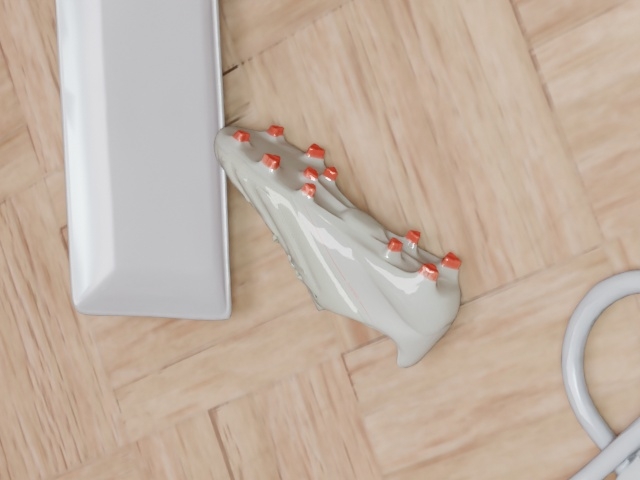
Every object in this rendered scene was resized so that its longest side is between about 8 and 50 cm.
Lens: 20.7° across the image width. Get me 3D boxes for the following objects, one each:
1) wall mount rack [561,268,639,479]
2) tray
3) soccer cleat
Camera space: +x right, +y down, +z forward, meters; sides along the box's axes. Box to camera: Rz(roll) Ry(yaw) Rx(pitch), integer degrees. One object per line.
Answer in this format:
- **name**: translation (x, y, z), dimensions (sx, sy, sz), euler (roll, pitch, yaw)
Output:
- **wall mount rack**: translation (0.189, 0.197, 0.902), dimensions (0.304, 0.130, 0.350), euler (-50, 65, 30)
- **tray**: translation (-0.113, -0.084, 1.162), dimensions (0.145, 0.030, 0.270), euler (0, 95, 36)
- **soccer cleat**: translation (0.000, 0.000, 1.065), dimensions (0.196, 0.068, 0.076), euler (39, 119, 24)
